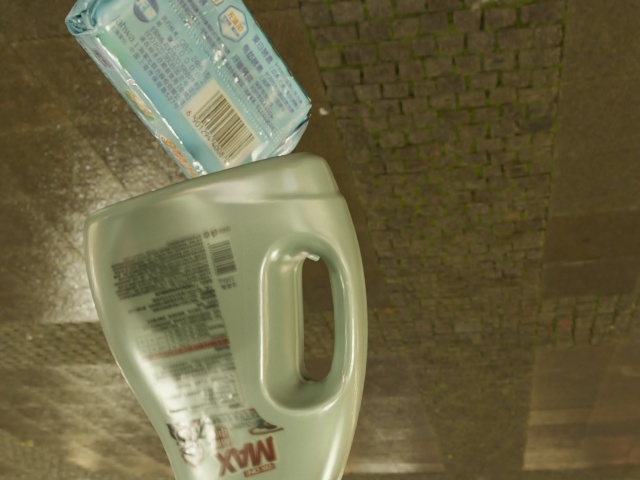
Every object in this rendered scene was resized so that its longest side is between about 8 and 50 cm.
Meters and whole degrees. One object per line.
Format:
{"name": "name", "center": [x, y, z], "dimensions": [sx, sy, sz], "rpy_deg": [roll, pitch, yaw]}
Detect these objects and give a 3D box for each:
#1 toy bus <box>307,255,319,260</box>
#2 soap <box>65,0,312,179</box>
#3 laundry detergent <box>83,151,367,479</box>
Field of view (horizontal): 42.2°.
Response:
{"name": "toy bus", "center": [0.000, 0.000, 1.591], "dimensions": [0.031, 0.037, 0.083], "rpy_deg": [23, 139, -6]}
{"name": "soap", "center": [-0.125, -0.174, 0.851], "dimensions": [0.077, 0.156, 0.293], "rpy_deg": [24, 155, 52]}
{"name": "laundry detergent", "center": [-0.062, 0.137, 0.780], "dimensions": [0.264, 0.398, 0.124], "rpy_deg": [-15, 177, 15]}
